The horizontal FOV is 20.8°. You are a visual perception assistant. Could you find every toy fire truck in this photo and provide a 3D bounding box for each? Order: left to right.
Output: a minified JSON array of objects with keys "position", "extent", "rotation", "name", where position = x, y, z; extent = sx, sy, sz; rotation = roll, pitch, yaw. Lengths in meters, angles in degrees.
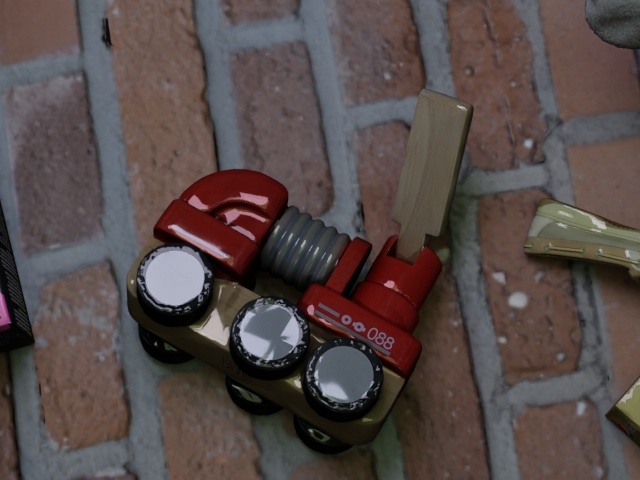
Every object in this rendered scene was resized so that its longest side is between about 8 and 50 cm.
[{"position":[0.000,0.000,1.308],"extent":[0.217,0.158,0.246],"rotation":[29,68,8],"name":"toy fire truck"}]

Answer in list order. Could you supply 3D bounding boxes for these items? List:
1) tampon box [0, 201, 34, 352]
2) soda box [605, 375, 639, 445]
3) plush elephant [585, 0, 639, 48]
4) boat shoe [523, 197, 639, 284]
[{"position":[-0.300,0.011,1.322],"extent":[0.120,0.101,0.161],"rotation":[-16,78,-2],"name":"tampon box"},{"position":[0.298,0.081,1.318],"extent":[0.058,0.061,0.181],"rotation":[41,81,10],"name":"soda box"},{"position":[0.326,-0.242,1.301],"extent":[0.271,0.330,0.255],"rotation":[19,97,-2],"name":"plush elephant"},{"position":[0.229,0.013,1.329],"extent":[0.153,0.056,0.048],"rotation":[22,92,22],"name":"boat shoe"}]
